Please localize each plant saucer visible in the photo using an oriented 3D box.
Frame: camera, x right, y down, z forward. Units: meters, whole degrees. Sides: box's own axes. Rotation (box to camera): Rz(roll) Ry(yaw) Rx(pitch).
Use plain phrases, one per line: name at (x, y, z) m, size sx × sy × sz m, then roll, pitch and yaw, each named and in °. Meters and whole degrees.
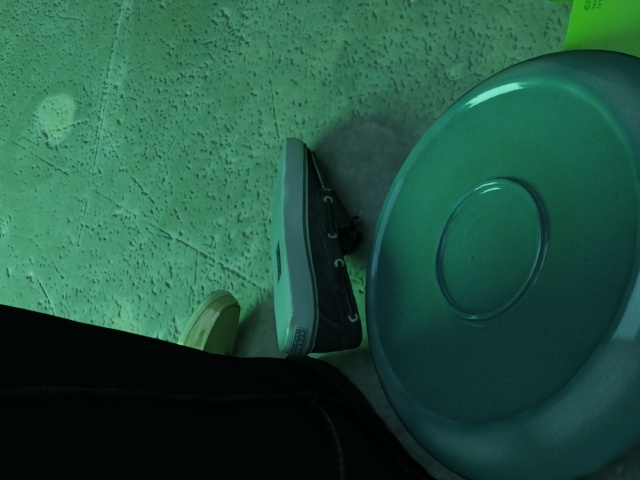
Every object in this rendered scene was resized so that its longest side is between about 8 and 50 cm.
plant saucer at (0.127, 0.010, 0.571) m, size 0.317 × 0.043 × 0.318 m, roll -28°, pitch 54°, yaw 47°

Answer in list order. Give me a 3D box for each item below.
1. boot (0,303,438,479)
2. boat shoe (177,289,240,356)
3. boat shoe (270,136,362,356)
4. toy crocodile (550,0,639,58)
boot at (-0.055, 0.182, 0.460) m, size 0.367 × 0.445 × 0.146 m, roll 39°, pitch 98°, yaw 34°
boat shoe at (-0.103, 0.131, 0.745) m, size 0.059 × 0.063 × 0.170 m, roll 25°, pitch 99°, yaw 33°
boat shoe at (0.000, 0.000, 0.706) m, size 0.229 × 0.076 × 0.080 m, roll -96°, pitch 16°, yaw -44°
toy crocodile at (0.246, -0.267, 0.626) m, size 0.115 × 0.105 × 0.341 m, roll 5°, pitch 83°, yaw 33°
